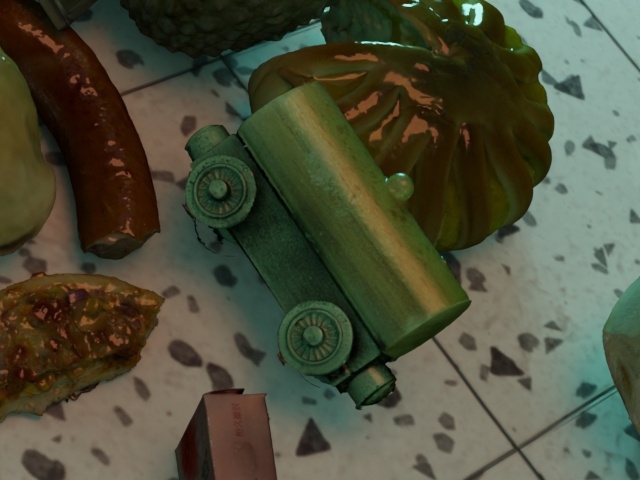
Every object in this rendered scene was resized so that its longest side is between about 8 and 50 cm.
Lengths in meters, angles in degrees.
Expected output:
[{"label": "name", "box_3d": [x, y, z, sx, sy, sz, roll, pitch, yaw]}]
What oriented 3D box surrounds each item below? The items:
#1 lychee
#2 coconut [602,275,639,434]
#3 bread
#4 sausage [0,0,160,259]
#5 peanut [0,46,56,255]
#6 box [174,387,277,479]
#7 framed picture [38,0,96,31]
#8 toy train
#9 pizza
[{"label": "lychee", "box_3d": [-0.078, -0.304, 1.837, 0.255, 0.274, 0.255, 31, 5, -3]}, {"label": "coconut", "box_3d": [0.383, 0.111, 1.790, 0.241, 0.241, 0.241, 14, 52, -19]}, {"label": "bread", "box_3d": [0.099, -0.134, 1.872, 0.333, 0.160, 0.333, 14, 54, -20]}, {"label": "sausage", "box_3d": [-0.228, -0.111, 1.736, 0.103, 0.076, 0.302, -13, 64, -35]}, {"label": "peanut", "box_3d": [-0.364, -0.138, 1.631, 0.340, 0.158, 0.174, 34, 44, -3]}, {"label": "box", "box_3d": [-0.077, 0.214, 1.561, 0.060, 0.111, 0.156, 2, 55, -17]}, {"label": "framed picture", "box_3d": [-0.292, -0.353, 1.784, 0.289, 0.016, 0.213, 58, 20, -14]}, {"label": "toy train", "box_3d": [0.003, 0.001, 1.705, 0.189, 0.126, 0.307, -33, 75, -4]}, {"label": "pizza", "box_3d": [-0.237, 0.084, 1.604, 0.246, 0.058, 0.127, -10, 63, -30]}]
